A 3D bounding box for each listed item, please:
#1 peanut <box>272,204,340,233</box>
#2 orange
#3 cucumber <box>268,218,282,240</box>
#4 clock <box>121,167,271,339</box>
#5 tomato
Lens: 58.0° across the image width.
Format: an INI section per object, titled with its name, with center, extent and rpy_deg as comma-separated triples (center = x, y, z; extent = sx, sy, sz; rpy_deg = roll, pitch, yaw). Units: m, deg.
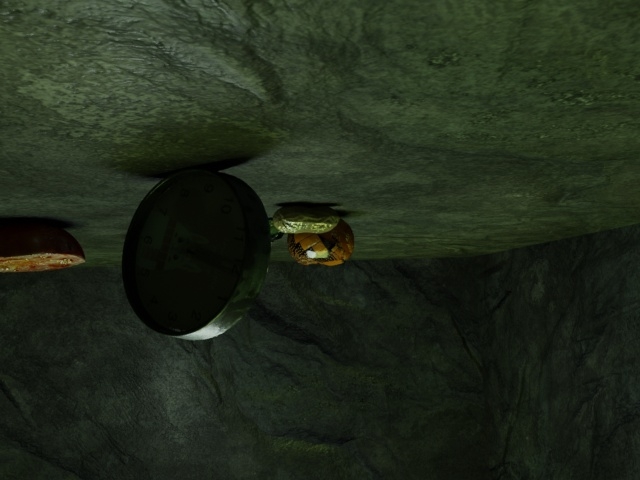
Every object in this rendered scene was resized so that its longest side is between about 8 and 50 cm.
[peanut]
center = -0.041, -0.068, 1.795
extent = 0.215, 0.090, 0.098
rpy_deg = -1, 144, -23
[orange]
center = 0.000, 0.000, 1.997
extent = 0.235, 0.182, 0.234
rpy_deg = 8, 179, 0
[cucumber]
center = -0.174, -0.036, 2.090
extent = 0.116, 0.085, 0.193
rpy_deg = -5, 180, 4
[clock]
center = -0.282, 0.025, 1.264
extent = 0.386, 0.385, 0.076
rpy_deg = -6, 167, 31
[tomato]
center = -0.956, 0.014, 1.923
extent = 0.339, 0.143, 0.338
rpy_deg = -7, 172, -1
